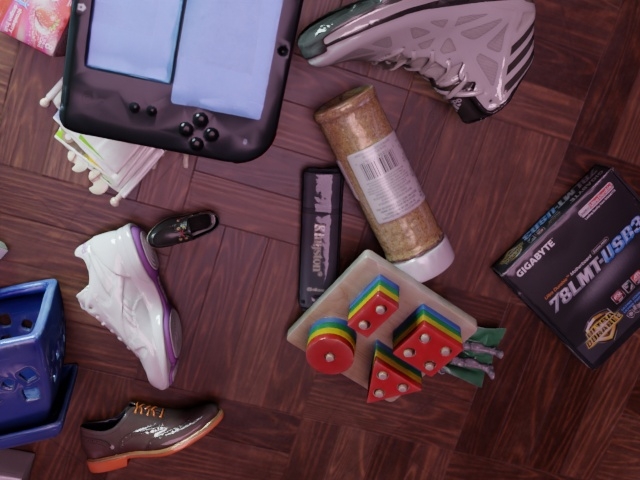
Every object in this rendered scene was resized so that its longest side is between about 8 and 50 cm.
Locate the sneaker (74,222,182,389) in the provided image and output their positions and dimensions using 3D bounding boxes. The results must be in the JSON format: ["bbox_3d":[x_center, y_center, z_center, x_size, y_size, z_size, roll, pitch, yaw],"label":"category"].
[{"bbox_3d":[-0.343,0.127,1.363,0.152,0.114,0.305,-15,98,4],"label":"sneaker"}]

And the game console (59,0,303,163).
[{"bbox_3d":[-0.210,-0.327,1.173,0.342,0.060,0.386,9,108,-14],"label":"game console"}]

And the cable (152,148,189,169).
[{"bbox_3d":[-0.244,-0.262,1.287,0.140,0.072,0.287,7,104,-6],"label":"cable"}]

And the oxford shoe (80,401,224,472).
[{"bbox_3d":[-0.317,0.347,1.419,0.271,0.097,0.098,-18,100,-4],"label":"oxford shoe"}]

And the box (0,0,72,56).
[{"bbox_3d":[-0.419,-0.431,1.195,0.128,0.122,0.256,26,99,-13],"label":"box"}]

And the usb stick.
[{"bbox_3d":[0.000,0.000,1.403,0.077,0.045,0.278,1,104,-5],"label":"usb stick"}]

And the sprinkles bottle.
[{"bbox_3d":[0.117,-0.096,1.358,0.121,0.121,0.355,-28,106,-1],"label":"sprinkles bottle"}]

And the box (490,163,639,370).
[{"bbox_3d":[0.538,0.054,1.486,0.295,0.073,0.293,-45,106,3],"label":"box"}]

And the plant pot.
[{"bbox_3d":[-0.545,0.221,1.288,0.236,0.236,0.212,-13,112,-6],"label":"plant pot"}]

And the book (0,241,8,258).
[{"bbox_3d":[-0.620,0.022,1.284,0.096,0.035,0.144,-47,147,5],"label":"book"}]

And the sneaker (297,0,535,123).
[{"bbox_3d":[0.191,-0.299,1.262,0.448,0.169,0.257,-23,108,-20],"label":"sneaker"}]

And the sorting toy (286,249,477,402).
[{"bbox_3d":[0.107,0.185,1.383,0.257,0.089,0.255,33,122,-15],"label":"sorting toy"}]

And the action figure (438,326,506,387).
[{"bbox_3d":[0.237,0.211,1.486,0.232,0.063,0.137,14,104,-8],"label":"action figure"}]

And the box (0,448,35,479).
[{"bbox_3d":[-0.594,0.441,1.394,0.101,0.102,0.087,14,99,-10],"label":"box"}]

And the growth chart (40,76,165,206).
[{"bbox_3d":[-0.367,-0.190,1.275,0.172,0.021,0.237,-38,88,11],"label":"growth chart"}]

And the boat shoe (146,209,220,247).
[{"bbox_3d":[-0.241,-0.021,1.340,0.133,0.042,0.048,-22,108,-26],"label":"boat shoe"}]
